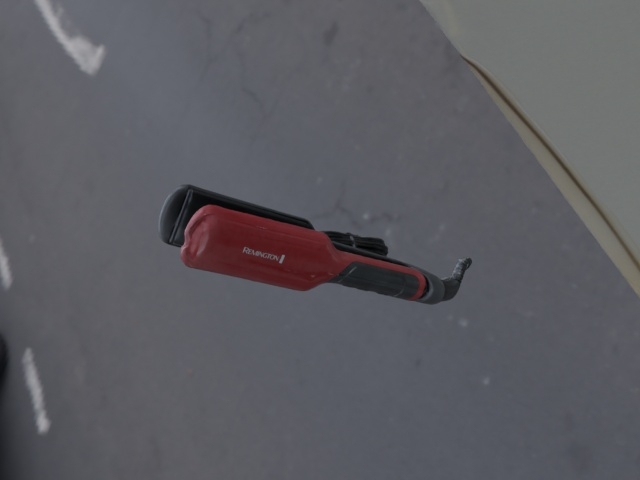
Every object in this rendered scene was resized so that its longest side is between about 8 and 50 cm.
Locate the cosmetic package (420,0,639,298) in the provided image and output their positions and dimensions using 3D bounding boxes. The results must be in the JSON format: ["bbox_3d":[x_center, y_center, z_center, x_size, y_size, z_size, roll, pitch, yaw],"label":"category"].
[{"bbox_3d":[0.170,-0.103,0.642,0.113,0.309,0.160,-14,53,30],"label":"cosmetic package"}]

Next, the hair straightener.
[{"bbox_3d":[0.000,0.000,0.804,0.089,0.230,0.047,37,114,54],"label":"hair straightener"}]
